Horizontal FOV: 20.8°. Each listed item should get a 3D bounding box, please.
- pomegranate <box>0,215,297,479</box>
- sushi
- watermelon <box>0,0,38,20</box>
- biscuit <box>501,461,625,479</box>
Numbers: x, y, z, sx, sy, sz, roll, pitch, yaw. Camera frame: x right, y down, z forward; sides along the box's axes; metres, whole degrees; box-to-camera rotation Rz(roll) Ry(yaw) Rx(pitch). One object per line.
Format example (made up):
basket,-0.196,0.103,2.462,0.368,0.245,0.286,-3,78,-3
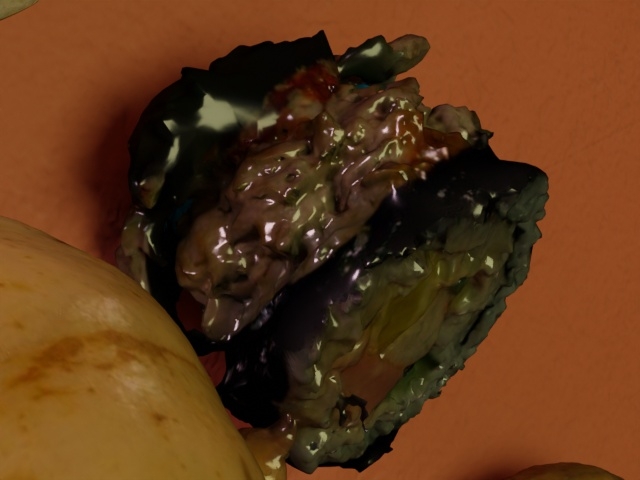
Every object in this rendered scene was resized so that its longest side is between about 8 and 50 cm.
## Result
pomegranate,-0.148,0.151,0.761,0.342,0.342,0.342,2,87,-47
sushi,-0.004,-0.004,1.036,0.238,0.219,0.225,-22,147,-59
watermelon,-0.288,-0.215,0.776,0.175,0.188,0.322,-30,129,5
biscuit,0.187,0.292,1.293,0.213,0.091,0.274,-18,100,-44
